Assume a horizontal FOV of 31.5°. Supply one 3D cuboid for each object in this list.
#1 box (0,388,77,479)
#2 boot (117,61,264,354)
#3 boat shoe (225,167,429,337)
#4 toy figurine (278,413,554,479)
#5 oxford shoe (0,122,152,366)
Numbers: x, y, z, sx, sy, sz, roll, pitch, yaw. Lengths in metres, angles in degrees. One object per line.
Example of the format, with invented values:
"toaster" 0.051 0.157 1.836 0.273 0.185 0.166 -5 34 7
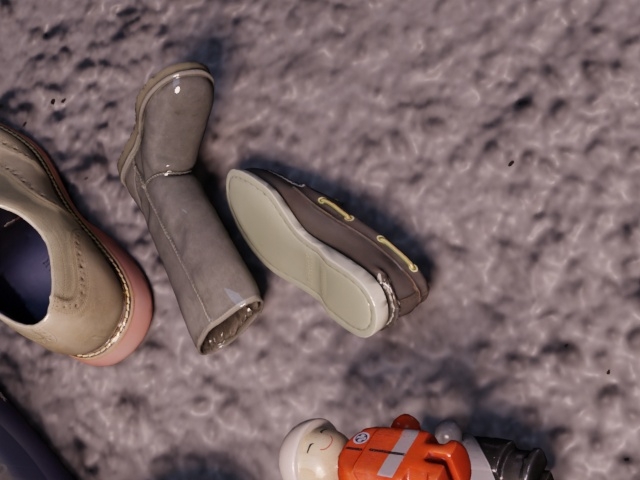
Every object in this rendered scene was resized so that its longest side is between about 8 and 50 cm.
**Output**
"box" -0.370 0.223 0.973 0.294 0.296 0.183 43 96 24
"boot" -0.109 -0.027 1.012 0.208 0.076 0.190 67 149 28
"boat shoe" 0.000 0.000 0.996 0.068 0.081 0.228 -23 47 -30
"toy figurine" 0.064 0.234 0.837 0.148 0.209 0.213 -1 82 37
"oxford shoe" -0.328 -0.035 1.096 0.397 0.146 0.140 35 93 26
